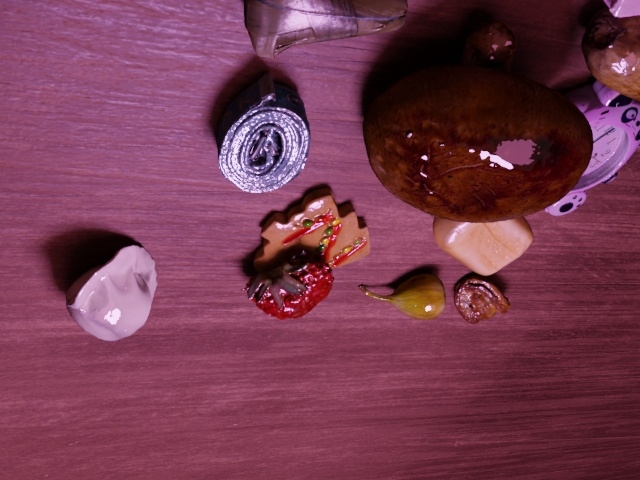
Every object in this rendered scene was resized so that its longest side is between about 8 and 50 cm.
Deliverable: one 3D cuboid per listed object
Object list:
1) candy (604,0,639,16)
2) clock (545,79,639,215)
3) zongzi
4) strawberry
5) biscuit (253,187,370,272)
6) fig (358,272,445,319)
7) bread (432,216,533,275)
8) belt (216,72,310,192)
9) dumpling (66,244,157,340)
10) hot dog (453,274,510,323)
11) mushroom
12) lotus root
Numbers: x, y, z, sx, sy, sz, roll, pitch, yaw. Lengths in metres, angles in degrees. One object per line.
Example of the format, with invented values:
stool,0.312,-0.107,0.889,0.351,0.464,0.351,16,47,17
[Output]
candy,0.540,-0.416,1.523,0.265,0.116,0.155,-3,142,-20
clock,0.453,-0.171,1.807,0.248,0.090,0.227,-36,141,17
zongzi,0.010,-0.360,1.331,0.221,0.112,0.242,-10,141,-12
strawberry,-0.033,0.099,1.863,0.167,0.087,0.208,-23,156,23
biscuit,0.000,0.000,1.836,0.238,0.041,0.212,15,129,-38
fig,0.164,0.106,2.039,0.166,0.093,0.093,4,145,13
bread,0.291,-0.025,1.898,0.147,0.098,0.217,-34,144,15
belt,-0.085,-0.155,1.566,0.163,0.082,0.147,-37,131,24
dumpling,-0.336,0.088,1.732,0.166,0.126,0.216,-48,134,-9
hot dog,0.331,0.123,2.133,0.099,0.065,0.147,-23,146,18
mushroom,0.234,-0.145,1.612,0.239,0.345,0.345,-51,158,-34
lotus root,0.522,-0.295,1.645,0.260,0.128,0.145,10,94,-36
